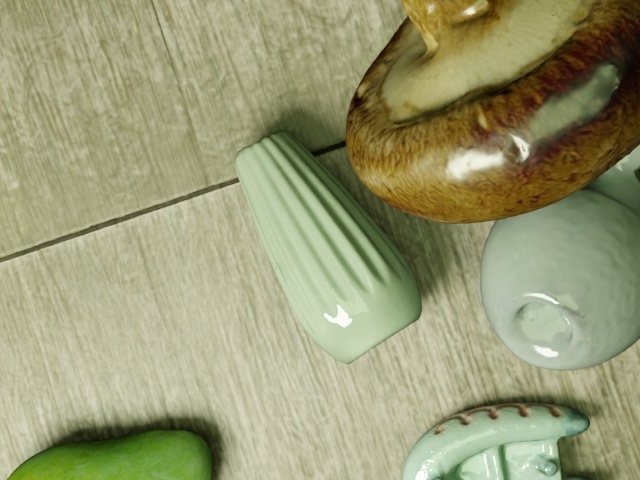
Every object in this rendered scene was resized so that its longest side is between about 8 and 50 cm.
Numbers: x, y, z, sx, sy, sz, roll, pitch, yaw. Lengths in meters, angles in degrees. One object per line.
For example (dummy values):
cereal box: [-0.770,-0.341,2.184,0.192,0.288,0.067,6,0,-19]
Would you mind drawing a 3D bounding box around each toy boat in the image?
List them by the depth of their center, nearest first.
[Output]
toy boat: [0.190,0.245,1.162,0.207,0.079,0.134,-7,98,5]

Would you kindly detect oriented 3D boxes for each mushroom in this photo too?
mushroom: [0.186,-0.163,1.011,0.239,0.345,0.345,13,99,-36]

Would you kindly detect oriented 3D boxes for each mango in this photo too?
mango: [-0.234,0.289,1.194,0.251,0.114,0.156,-17,84,-5]

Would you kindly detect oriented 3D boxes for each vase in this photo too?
vase: [0.000,0.000,1.134,0.128,0.128,0.248,-34,83,8]

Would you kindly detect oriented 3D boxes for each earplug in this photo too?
earplug: [0.288,-0.016,1.073,0.214,0.175,0.325,38,87,5]
